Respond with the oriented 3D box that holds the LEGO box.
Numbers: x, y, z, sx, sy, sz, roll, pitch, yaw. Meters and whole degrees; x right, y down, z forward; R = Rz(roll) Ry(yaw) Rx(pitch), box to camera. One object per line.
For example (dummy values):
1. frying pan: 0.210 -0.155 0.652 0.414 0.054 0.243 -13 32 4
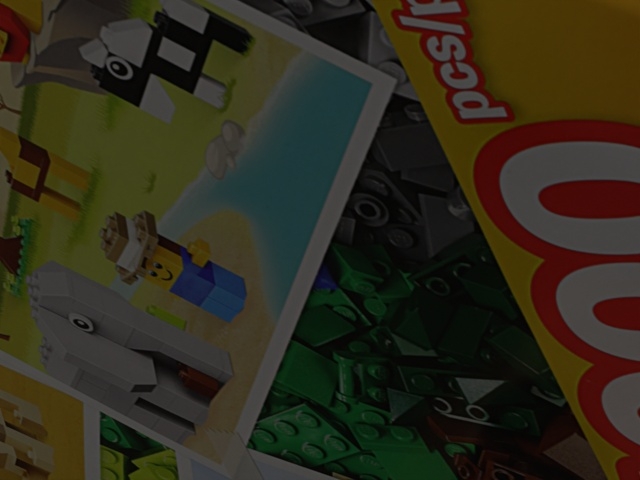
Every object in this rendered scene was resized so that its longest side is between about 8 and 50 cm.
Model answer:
1. LEGO box: 0.000 0.000 0.656 0.372 0.193 0.500 22 -36 10
